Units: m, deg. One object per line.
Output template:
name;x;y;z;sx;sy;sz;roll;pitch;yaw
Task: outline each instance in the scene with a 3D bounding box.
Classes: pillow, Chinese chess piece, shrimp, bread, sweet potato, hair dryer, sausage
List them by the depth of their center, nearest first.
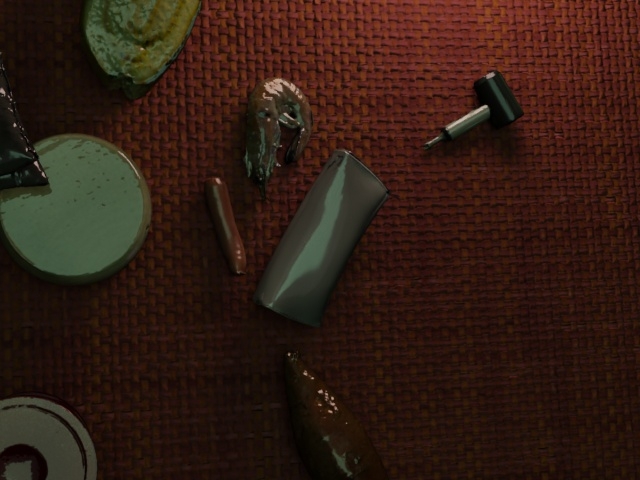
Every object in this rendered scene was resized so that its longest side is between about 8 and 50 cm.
pillow;-0.603;-0.132;1.696;0.326;0.101;0.228;-25;67;-4
Chinese chess piece;-0.400;-0.050;1.781;0.250;0.101;0.250;2;82;-12
bread;-0.310;-0.366;1.818;0.186;0.124;0.257;17;93;-24
sweet potato;0.019;0.336;1.820;0.131;0.131;0.336;-30;91;-15
sausage;-0.160;-0.024;1.863;0.040;0.047;0.176;-13;84;-26
shrimp;-0.072;-0.175;1.907;0.126;0.047;0.223;8;80;-22
hair dryer;0.265;-0.221;1.989;0.198;0.057;0.100;-32;89;-9

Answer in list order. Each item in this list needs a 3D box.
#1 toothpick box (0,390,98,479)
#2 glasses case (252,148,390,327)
toothpick box;-0.433;0.324;1.610;0.204;0.333;0.204;2;82;-13
glasses case;0.002;0.001;1.882;0.128;0.083;0.308;32;77;-14
